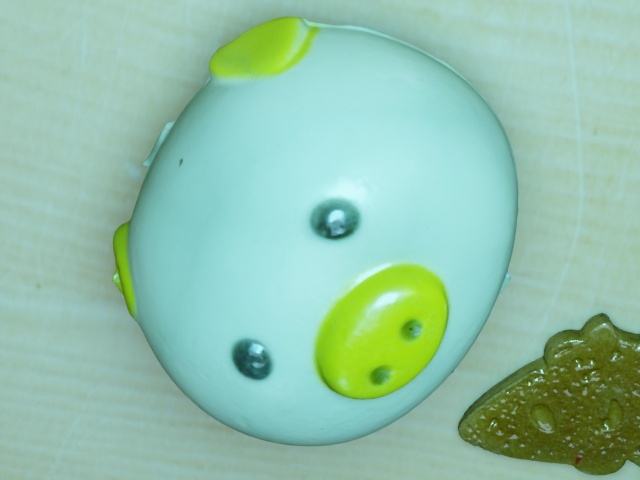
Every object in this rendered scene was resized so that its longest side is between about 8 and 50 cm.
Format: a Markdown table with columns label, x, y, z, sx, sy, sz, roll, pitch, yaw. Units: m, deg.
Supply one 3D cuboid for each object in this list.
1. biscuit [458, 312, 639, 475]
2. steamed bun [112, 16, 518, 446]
| label | x | y | z | sx | sy | sz | roll | pitch | yaw |
| --- | --- | --- | --- | --- | --- | --- | --- | --- | --- |
| biscuit | 0.271 | 0.158 | 1.804 | 0.280 | 0.043 | 0.183 | -14 | 110 | 17 |
| steamed bun | 0.000 | -0.002 | 1.605 | 0.334 | 0.334 | 0.374 | 27 | 110 | -8 |
